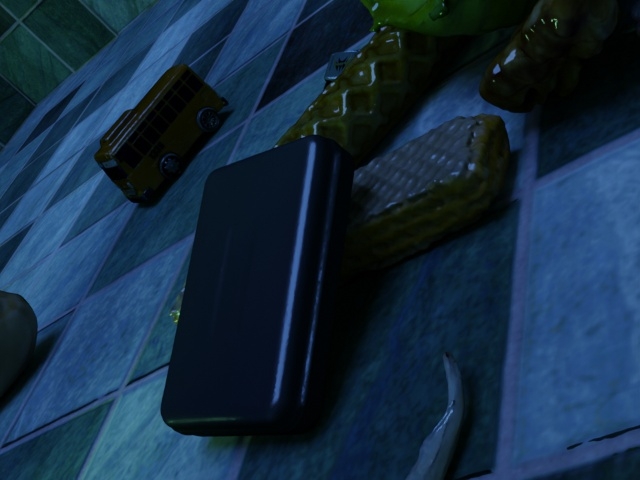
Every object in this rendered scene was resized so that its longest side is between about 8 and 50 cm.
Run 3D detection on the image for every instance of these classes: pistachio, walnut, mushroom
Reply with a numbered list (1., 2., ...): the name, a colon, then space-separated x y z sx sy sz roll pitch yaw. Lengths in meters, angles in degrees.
1. pistachio: -0.465 0.160 1.240 0.215 0.144 0.144 -51 23 3
2. walnut: 0.185 -0.163 0.705 0.143 0.069 0.170 -56 -2 -21
3. mushroom: 0.055 0.172 0.464 0.068 0.043 0.306 -20 29 13

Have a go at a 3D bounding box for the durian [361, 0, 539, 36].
1. durian: 0.174 -0.293 0.791 0.340 0.204 0.256 -8 -8 -6

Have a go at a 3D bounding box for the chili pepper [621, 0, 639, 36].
1. chili pepper: 0.271 -0.174 0.649 0.153 0.041 0.050 -25 50 49

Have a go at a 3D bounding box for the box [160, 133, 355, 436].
1. box: -0.049 0.038 0.735 0.160 0.050 0.230 -13 61 46

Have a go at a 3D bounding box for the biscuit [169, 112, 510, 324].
1. biscuit: 0.000 0.000 0.807 0.379 0.054 0.094 -26 30 39

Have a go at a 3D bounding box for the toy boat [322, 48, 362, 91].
1. toy boat: 0.028 -0.159 1.021 0.055 0.060 0.141 -2 49 25

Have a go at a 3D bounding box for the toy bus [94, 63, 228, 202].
1. toy bus: -0.245 -0.161 1.404 0.201 0.114 0.098 -54 23 -17

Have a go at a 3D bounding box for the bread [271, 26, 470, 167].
1. bread: 0.047 -0.144 0.933 0.077 0.084 0.367 39 82 23
